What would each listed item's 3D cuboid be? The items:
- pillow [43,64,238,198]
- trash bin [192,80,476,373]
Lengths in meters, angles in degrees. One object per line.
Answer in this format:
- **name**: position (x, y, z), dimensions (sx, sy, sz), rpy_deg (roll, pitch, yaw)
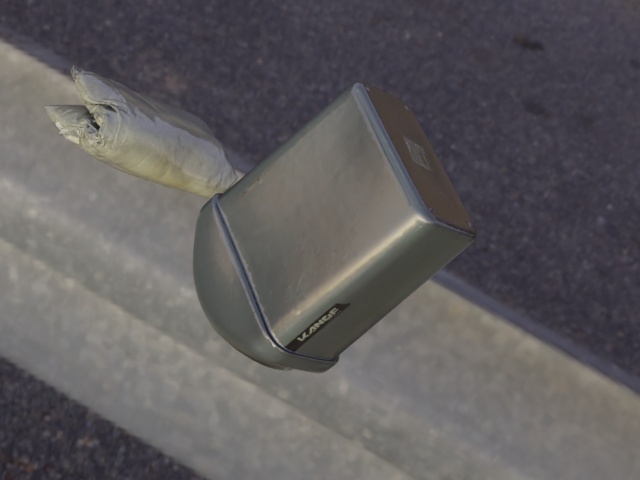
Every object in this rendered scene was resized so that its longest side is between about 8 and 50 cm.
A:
- **pillow**: position (-0.176, -0.102, 1.210), dimensions (0.181, 0.078, 0.134), rpy_deg (19, 16, -39)
- **trash bin**: position (0.000, 0.000, 1.009), dimensions (0.101, 0.236, 0.176), rpy_deg (19, 39, -48)
